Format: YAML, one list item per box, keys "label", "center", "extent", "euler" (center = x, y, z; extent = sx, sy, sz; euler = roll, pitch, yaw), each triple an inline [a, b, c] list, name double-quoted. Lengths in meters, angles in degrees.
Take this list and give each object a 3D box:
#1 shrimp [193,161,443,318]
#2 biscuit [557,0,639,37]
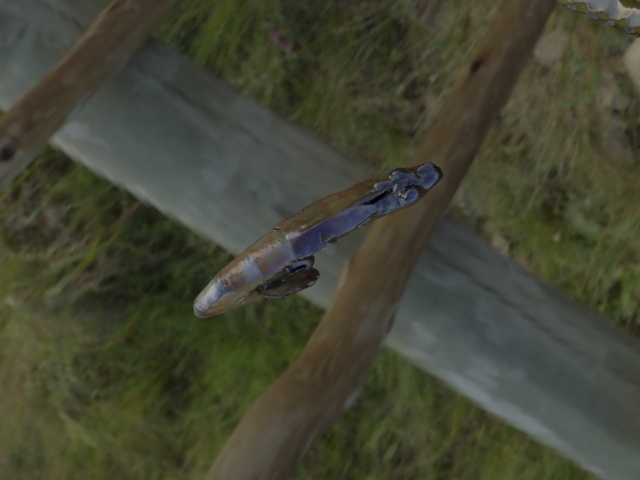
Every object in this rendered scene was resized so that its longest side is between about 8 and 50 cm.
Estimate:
- label: "shrimp"
  center: [0.002, 0.003, 1.107]
  extent: [0.195, 0.148, 0.035]
  euler: [-30, 77, 6]
- label: "biscuit"
  center: [0.238, -0.214, 1.042]
  extent: [0.254, 0.029, 0.172]
  euler: [16, 90, -30]
